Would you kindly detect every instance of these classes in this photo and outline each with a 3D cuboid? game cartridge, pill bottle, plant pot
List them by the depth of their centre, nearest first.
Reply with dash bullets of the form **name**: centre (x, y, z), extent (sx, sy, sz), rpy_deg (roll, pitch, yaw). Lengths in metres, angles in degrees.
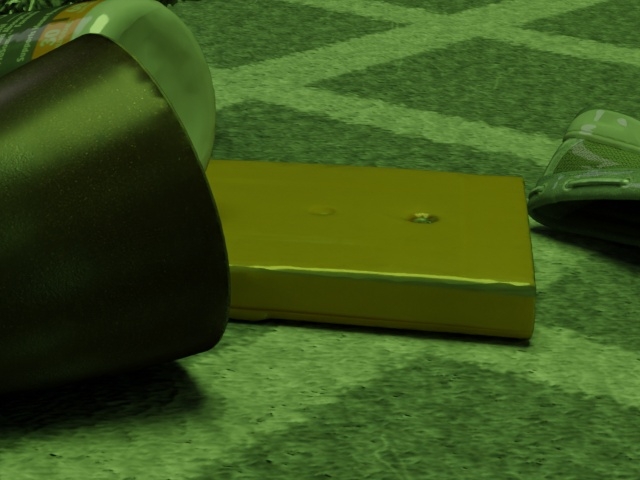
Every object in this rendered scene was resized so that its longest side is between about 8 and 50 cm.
- **plant pot**: centre (-0.207, 0.012, 1.124), extent (0.230, 0.215, 0.215), rpy_deg (-23, 29, -26)
- **pill bottle**: centre (-0.230, -0.089, 1.385), extent (0.278, 0.162, 0.162), rpy_deg (-3, 11, 33)
- **game cartridge**: centre (0.000, 0.000, 1.417), extent (0.323, 0.053, 0.285), rpy_deg (2, 18, 4)

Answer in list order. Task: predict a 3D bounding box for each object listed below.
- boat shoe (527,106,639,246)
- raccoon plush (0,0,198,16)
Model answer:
- **boat shoe**: centre (0.301, -0.016, 1.453), extent (0.320, 0.103, 0.118), rpy_deg (26, -16, 44)
- **raccoon plush**: centre (-0.246, -0.251, 1.594), extent (0.216, 0.299, 0.446), rpy_deg (22, 7, 30)
